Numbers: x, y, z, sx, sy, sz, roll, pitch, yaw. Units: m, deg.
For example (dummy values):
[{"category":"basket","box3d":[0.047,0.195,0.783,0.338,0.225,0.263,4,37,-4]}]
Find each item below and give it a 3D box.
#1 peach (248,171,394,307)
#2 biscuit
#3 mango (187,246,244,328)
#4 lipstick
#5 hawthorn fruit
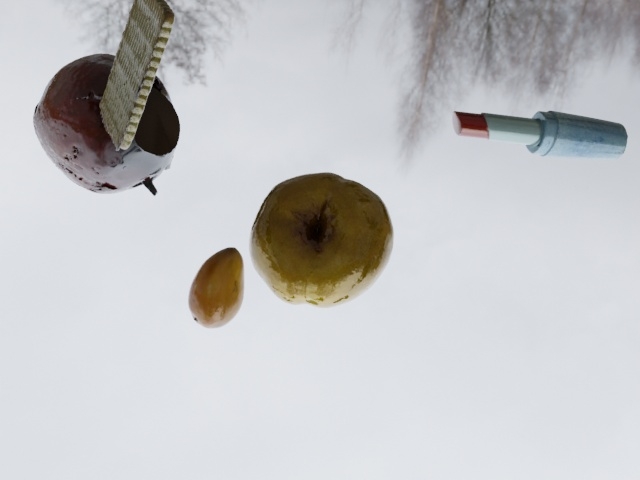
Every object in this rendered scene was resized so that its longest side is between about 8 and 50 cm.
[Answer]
[{"category":"peach","box3d":[0.000,0.000,0.854,0.179,0.103,0.179,-3,-113,8]},{"category":"biscuit","box3d":[-0.313,-0.291,1.177,0.029,0.254,0.172,9,-150,-36]},{"category":"mango","box3d":[-0.262,0.120,1.792,0.145,0.219,0.112,18,179,-37]},{"category":"lipstick","box3d":[0.322,-0.161,1.042,0.274,0.068,0.061,4,-141,-14]},{"category":"hawthorn fruit","box3d":[-0.432,-0.244,1.441,0.316,0.315,0.316,6,-153,-3]}]
